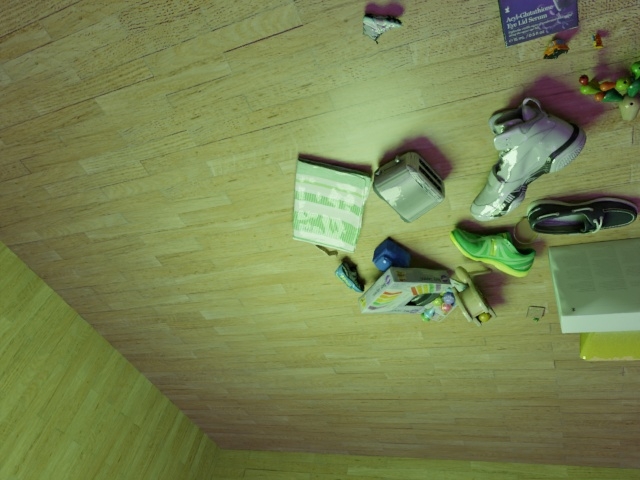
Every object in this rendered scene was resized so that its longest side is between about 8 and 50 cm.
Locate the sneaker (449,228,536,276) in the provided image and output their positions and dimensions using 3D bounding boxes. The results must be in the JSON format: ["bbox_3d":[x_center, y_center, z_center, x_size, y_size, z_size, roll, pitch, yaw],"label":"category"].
[{"bbox_3d":[0.564,0.015,1.560,0.295,0.109,0.124,21,115,-4],"label":"sneaker"}]

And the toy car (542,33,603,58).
[{"bbox_3d":[0.596,-0.462,1.129,0.122,0.060,0.041,-7,88,1],"label":"toy car"}]

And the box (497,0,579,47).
[{"bbox_3d":[0.457,-0.551,1.018,0.153,0.108,0.207,-10,130,25],"label":"box"}]

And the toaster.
[{"bbox_3d":[0.276,-0.158,1.440,0.227,0.129,0.146,41,128,-22],"label":"toaster"}]

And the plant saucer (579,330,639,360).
[{"bbox_3d":[0.988,0.237,1.480,0.332,0.333,0.081,-10,111,32],"label":"plant saucer"}]

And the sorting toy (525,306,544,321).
[{"bbox_3d":[0.808,0.279,1.793,0.062,0.012,0.083,0,130,9],"label":"sorting toy"}]

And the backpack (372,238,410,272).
[{"bbox_3d":[0.255,0.074,1.692,0.120,0.101,0.098,29,141,-15],"label":"backpack"}]

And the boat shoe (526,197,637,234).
[{"bbox_3d":[0.779,-0.060,1.415,0.302,0.091,0.114,-2,133,18],"label":"boat shoe"}]

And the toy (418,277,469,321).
[{"bbox_3d":[0.465,0.244,1.827,0.136,0.056,0.237,23,135,-9],"label":"toy"}]

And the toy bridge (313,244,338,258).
[{"bbox_3d":[0.000,0.000,1.744,0.063,0.026,0.188,-10,130,27],"label":"toy bridge"}]

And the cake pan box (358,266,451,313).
[{"bbox_3d":[0.308,0.188,1.738,0.266,0.070,0.246,5,146,-27],"label":"cake pan box"}]

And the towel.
[{"bbox_3d":[0.028,-0.106,1.595,0.247,0.038,0.325,13,131,6],"label":"towel"}]

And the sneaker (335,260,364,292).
[{"bbox_3d":[0.125,0.142,1.815,0.067,0.078,0.188,17,160,42],"label":"sneaker"}]

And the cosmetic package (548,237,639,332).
[{"bbox_3d":[0.910,0.130,1.427,0.377,0.284,0.097,-7,131,23],"label":"cosmetic package"}]

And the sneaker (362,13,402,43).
[{"bbox_3d":[0.152,-0.523,1.186,0.098,0.038,0.069,17,138,13],"label":"sneaker"}]

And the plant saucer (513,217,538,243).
[{"bbox_3d":[0.653,-0.031,1.510,0.083,0.015,0.084,-1,100,-3],"label":"plant saucer"}]

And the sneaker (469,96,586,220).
[{"bbox_3d":[0.510,-0.221,1.310,0.210,0.137,0.366,33,128,-15],"label":"sneaker"}]

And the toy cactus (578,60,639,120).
[{"bbox_3d":[0.743,-0.366,1.141,0.218,0.112,0.180,-11,148,22],"label":"toy cactus"}]

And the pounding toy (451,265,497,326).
[{"bbox_3d":[0.567,0.203,1.669,0.154,0.154,0.269,-34,133,17],"label":"pounding toy"}]
